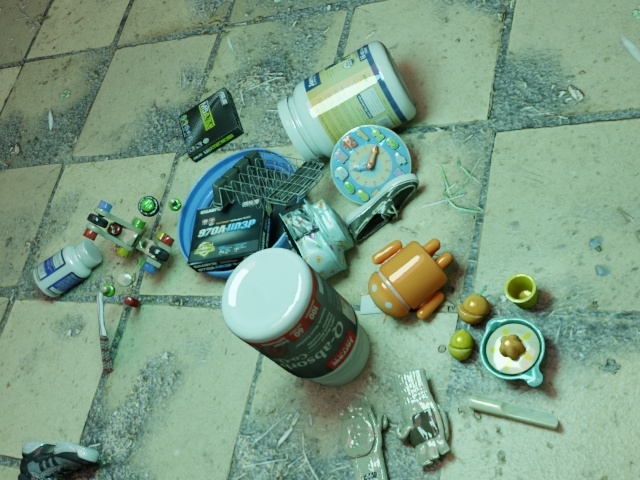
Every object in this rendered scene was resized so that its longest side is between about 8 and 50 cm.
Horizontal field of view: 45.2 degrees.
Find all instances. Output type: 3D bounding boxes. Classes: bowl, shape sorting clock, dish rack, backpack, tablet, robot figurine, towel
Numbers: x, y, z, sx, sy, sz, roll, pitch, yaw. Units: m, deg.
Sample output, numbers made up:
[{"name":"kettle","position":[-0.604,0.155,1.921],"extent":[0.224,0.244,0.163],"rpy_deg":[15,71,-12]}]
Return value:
[{"name":"bowl","position":[-0.212,-0.071,2.117],"extent":[0.391,0.077,0.391],"rpy_deg":[-14,58,23]},{"name":"shape sorting clock","position":[0.126,-0.189,1.942],"extent":[0.206,0.040,0.206],"rpy_deg":[2,100,13]},{"name":"dish rack","position":[-0.128,-0.149,1.970],"extent":[0.271,0.074,0.208],"rpy_deg":[13,44,31]},{"name":"backpack","position":[0.000,0.000,1.896],"extent":[0.144,0.166,0.188],"rpy_deg":[-22,72,9]},{"name":"tablet","position":[0.135,0.148,1.836],"extent":[0.083,0.006,0.054],"rpy_deg":[-8,60,27]},{"name":"robot figurine","position":[0.202,0.090,1.755],"extent":[0.219,0.158,0.128],"rpy_deg":[-39,29,4]},{"name":"towel","position":[-0.586,0.251,2.089],"extent":[0.029,0.197,0.144],"rpy_deg":[-6,52,-17]}]

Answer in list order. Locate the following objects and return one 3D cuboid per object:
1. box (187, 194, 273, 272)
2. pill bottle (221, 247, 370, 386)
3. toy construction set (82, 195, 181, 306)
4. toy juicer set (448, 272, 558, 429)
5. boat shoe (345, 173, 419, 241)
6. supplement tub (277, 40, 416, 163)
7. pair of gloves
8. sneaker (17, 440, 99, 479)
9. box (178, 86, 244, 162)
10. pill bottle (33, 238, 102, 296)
[{"name":"box","position":[-0.234,-0.016,2.015],"extent":[0.220,0.051,0.175],"rpy_deg":[-9,59,25]},{"name":"pill bottle","position":[-0.038,0.183,1.686],"extent":[0.210,0.363,0.210],"rpy_deg":[-14,57,23]},{"name":"toy construction set","position":[-0.528,0.039,2.195],"extent":[0.257,0.237,0.309],"rpy_deg":[3,80,-1]},{"name":"toy juicer set","position":[0.364,0.234,1.602],"extent":[0.209,0.089,0.329],"rpy_deg":[-13,58,23]},{"name":"boat shoe","position":[0.163,-0.078,1.911],"extent":[0.219,0.078,0.070],"rpy_deg":[-39,50,15]},{"name":"supplement tub","position":[0.069,-0.355,2.022],"extent":[0.316,0.228,0.228],"rpy_deg":[-27,53,14]},{"name":"pair of gloves","position":[0.157,0.407,1.652],"extent":[0.240,0.042,0.204],"rpy_deg":[-30,56,14]},{"name":"sneaker","position":[-0.686,0.604,1.989],"extent":[0.268,0.101,0.153],"rpy_deg":[-8,60,33]},{"name":"box","position":[-0.341,-0.358,2.378],"extent":[0.184,0.045,0.190],"rpy_deg":[-30,53,14]},{"name":"pill bottle","position":[-0.760,0.080,2.322],"extent":[0.187,0.112,0.112],"rpy_deg":[-31,52,10]}]
